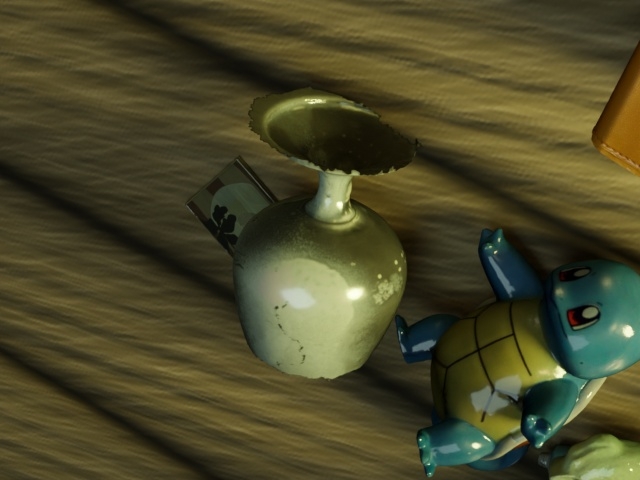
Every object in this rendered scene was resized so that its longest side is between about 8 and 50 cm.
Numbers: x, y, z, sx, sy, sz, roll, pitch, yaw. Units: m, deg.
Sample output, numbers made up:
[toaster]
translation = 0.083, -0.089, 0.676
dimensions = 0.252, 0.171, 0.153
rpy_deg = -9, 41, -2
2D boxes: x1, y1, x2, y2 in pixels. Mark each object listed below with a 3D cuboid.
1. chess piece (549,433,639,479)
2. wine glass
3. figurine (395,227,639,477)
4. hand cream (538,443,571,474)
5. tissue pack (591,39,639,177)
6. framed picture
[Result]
[chess piece]
translation = 0.422, 0.367, 1.916
dimensions = 0.176, 0.176, 0.298
rpy_deg = -19, 107, 40
[wine glass]
translation = 0.000, 0.000, 1.913
dimensions = 0.238, 0.238, 0.323
rpy_deg = 22, 120, 20
[figurine]
translation = 0.230, 0.173, 1.883
dimensions = 0.243, 0.298, 0.416
rpy_deg = 15, 138, -19
[hand cream]
translation = 0.396, 0.312, 1.986
dimensions = 0.224, 0.048, 0.083
rpy_deg = 9, 129, 23
[tissue pack]
translation = 0.412, -0.204, 1.530
dimensions = 0.145, 0.194, 0.274
rpy_deg = 35, 132, 15
[framed picture]
translation = -0.086, -0.008, 2.106
dimensions = 0.201, 0.010, 0.136
rpy_deg = 49, 134, -5
